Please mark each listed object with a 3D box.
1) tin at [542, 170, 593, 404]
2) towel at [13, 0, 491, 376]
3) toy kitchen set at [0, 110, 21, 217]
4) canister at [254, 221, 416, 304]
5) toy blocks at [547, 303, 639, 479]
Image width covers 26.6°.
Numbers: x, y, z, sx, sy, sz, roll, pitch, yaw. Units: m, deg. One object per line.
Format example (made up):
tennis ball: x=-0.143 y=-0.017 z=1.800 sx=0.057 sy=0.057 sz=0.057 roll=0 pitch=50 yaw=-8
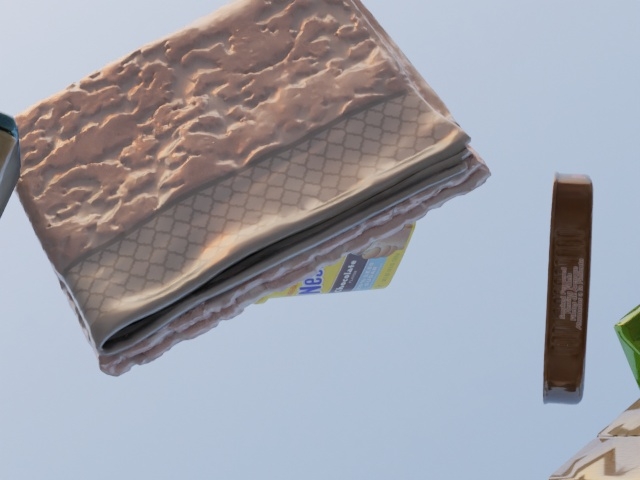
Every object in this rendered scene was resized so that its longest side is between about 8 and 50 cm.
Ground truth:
tin: x=0.201 y=0.039 z=1.096 sx=0.040 sy=0.106 sz=0.190 roll=3 pitch=-88 yaw=16
towel: x=-0.080 y=-0.076 z=1.076 sx=0.331 sy=0.053 sz=0.317 roll=-28 pitch=-135 yaw=-7
toy kitchen set: x=-0.165 y=-0.125 z=0.566 sx=0.122 sy=0.207 sz=0.166 roll=22 pitch=-110 yaw=-4
canister: x=0.000 y=0.000 z=1.353 sx=0.169 sy=0.126 sz=0.073 roll=-4 pitch=-137 yaw=-31
toy blocks: x=0.320 y=0.100 z=0.741 sx=0.381 sy=0.261 sz=0.191 roll=-31 pitch=-79 yaw=-34
